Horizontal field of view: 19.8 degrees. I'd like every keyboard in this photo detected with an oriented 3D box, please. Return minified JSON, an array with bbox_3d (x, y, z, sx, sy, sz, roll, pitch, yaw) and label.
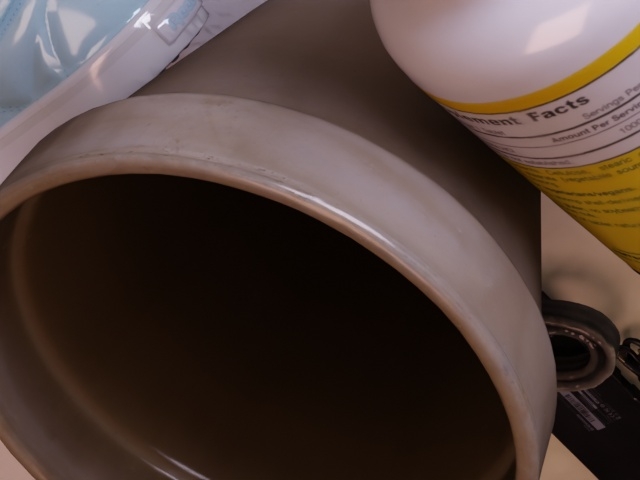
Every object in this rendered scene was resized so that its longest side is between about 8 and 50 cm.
[{"bbox_3d":[0.192,0.103,1.242,0.180,0.023,0.108,44,134,-20],"label":"keyboard"}]

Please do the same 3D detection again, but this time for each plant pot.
[{"bbox_3d":[0.000,0.000,1.034,0.323,0.280,0.323,14,134,15],"label":"plant pot"}]

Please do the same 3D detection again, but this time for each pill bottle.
[{"bbox_3d":[0.146,-0.115,0.905,0.188,0.188,0.334,-24,137,32],"label":"pill bottle"}]

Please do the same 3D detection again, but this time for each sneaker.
[{"bbox_3d":[-0.240,-0.096,1.158,0.366,0.135,0.150,-34,105,27],"label":"sneaker"}]

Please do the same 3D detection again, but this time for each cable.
[{"bbox_3d":[0.047,0.072,1.213,0.287,0.072,0.139,17,127,15],"label":"cable"}]
